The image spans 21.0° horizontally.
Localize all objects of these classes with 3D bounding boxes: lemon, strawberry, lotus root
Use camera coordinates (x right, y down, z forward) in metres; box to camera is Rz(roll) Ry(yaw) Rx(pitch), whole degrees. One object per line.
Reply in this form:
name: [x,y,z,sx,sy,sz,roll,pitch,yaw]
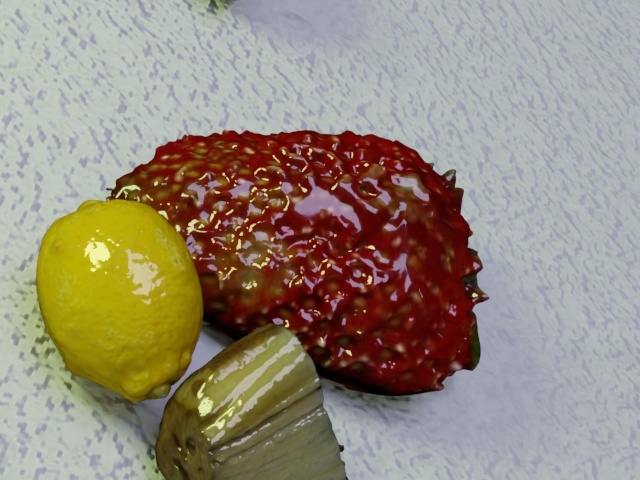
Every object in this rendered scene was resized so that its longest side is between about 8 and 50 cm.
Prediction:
lemon: [-0.140,0.041,1.210,0.114,0.114,0.155,-4,65,-39]
strawberry: [0.000,0.000,1.333,0.306,0.138,0.233,8,54,-34]
lotus root: [-0.056,0.140,1.220,0.135,0.095,0.159,-22,113,-40]
